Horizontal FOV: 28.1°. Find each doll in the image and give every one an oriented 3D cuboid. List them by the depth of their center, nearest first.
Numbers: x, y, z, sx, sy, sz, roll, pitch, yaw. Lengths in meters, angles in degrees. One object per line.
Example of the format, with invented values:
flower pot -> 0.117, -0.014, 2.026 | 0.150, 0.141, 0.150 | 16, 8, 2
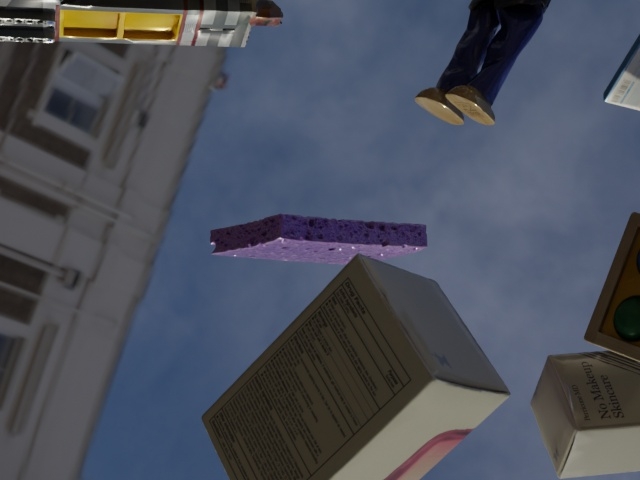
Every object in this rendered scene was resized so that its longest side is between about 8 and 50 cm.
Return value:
doll -> 0.136, -0.171, 0.885 | 0.129, 0.046, 0.189 | 8, -110, 60

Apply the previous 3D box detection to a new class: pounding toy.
pounding toy -> 0.358, 0.027, 1.128 | 0.181, 0.094, 0.206 | 21, -89, 44

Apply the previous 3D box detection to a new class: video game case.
video game case -> 0.398, -0.169, 1.343 | 0.119, 0.166, 0.015 | 112, -11, -52

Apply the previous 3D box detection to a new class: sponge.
sponge -> 0.000, 0.000, 1.368 | 0.117, 0.210, 0.031 | -14, -104, 48

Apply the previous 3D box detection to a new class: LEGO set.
LEGO set -> -0.098, -0.261, 0.726 | 0.255, 0.192, 0.331 | 114, -27, -62

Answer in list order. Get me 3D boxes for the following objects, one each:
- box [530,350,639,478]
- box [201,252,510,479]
box -> 0.386, 0.186, 1.431 | 0.094, 0.275, 0.113 | 100, -19, -44
box -> 0.028, 0.150, 1.157 | 0.232, 0.127, 0.148 | -46, -128, 21
